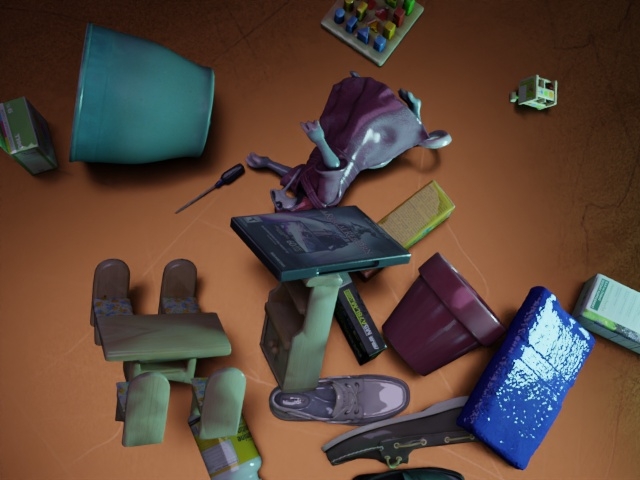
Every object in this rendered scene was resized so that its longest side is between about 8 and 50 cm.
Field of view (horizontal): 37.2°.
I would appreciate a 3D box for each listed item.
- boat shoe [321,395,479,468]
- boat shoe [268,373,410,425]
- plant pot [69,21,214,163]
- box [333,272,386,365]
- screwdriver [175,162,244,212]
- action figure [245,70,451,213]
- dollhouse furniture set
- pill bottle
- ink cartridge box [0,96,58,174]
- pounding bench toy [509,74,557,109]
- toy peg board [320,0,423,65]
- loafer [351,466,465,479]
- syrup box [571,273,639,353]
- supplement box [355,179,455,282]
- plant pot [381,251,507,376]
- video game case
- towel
[{"bbox_3d":[0.155,0.379,1.805,0.305,0.109,0.091,-15,74,-7],"label":"boat shoe"},{"bbox_3d":[0.038,0.309,1.824,0.277,0.096,0.098,-5,78,-2],"label":"boat shoe"},{"bbox_3d":[-0.348,-0.268,1.869,0.255,0.271,0.272,8,78,-14],"label":"plant pot"},{"bbox_3d":[0.057,0.139,1.815,0.045,0.184,0.191,-26,81,-11],"label":"box"},{"bbox_3d":[-0.225,-0.102,1.948,0.170,0.024,0.025,-40,110,-1],"label":"screwdriver"},{"bbox_3d":[0.031,-0.151,1.900,0.275,0.248,0.370,38,79,-21],"label":"action figure"},{"bbox_3d":[-0.191,0.136,1.698,0.394,0.362,0.256,0,120,-22],"label":"dollhouse furniture set"},{"bbox_3d":[-0.173,0.400,1.800,0.103,0.103,0.184,-23,80,-5],"label":"pill bottle"},{"bbox_3d":[-0.583,-0.212,1.867,0.062,0.209,0.109,-18,79,-4],"label":"ink cartridge box"},{"bbox_3d":[0.444,-0.304,1.979,0.065,0.083,0.052,9,79,-31],"label":"pounding bench toy"},{"bbox_3d":[0.110,-0.484,1.996,0.161,0.079,0.161,36,80,7],"label":"toy peg board"},{"bbox_3d":[0.166,0.471,1.801,0.223,0.078,0.076,-3,79,-1],"label":"loafer"},{"bbox_3d":[0.622,0.162,1.860,0.237,0.096,0.093,25,79,6],"label":"syrup box"},{"bbox_3d":[0.157,-0.018,1.902,0.233,0.078,0.080,-40,82,-7],"label":"supplement box"},{"bbox_3d":[0.225,0.155,1.820,0.180,0.201,0.201,-43,82,8],"label":"plant pot"},{"bbox_3d":[0.000,0.000,1.725,0.274,0.026,0.196,-8,34,-31],"label":"video game case"},{"bbox_3d":[0.386,0.260,1.802,0.227,0.076,0.308,41,75,-36],"label":"towel"}]
